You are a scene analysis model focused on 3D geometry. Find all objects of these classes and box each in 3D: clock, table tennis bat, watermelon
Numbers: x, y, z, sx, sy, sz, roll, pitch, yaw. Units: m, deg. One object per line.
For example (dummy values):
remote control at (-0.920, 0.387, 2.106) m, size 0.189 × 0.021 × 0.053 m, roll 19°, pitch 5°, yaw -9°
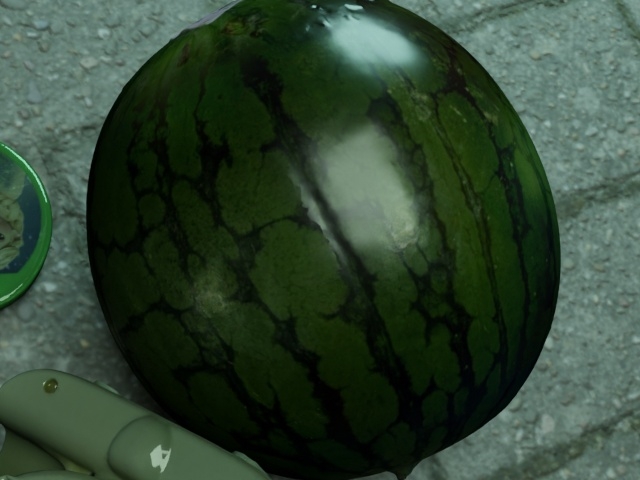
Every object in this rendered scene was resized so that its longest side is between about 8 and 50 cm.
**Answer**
clock at (-0.167, 0.265, 0.852) m, size 0.265 × 0.108 × 0.324 m, roll 21°, pitch 70°, yaw 26°
table tennis bat at (-0.288, 0.027, 1.014) m, size 0.160 × 0.039 × 0.257 m, roll 2°, pitch 66°, yaw -15°
watermelon at (0.000, 0.000, 0.952) m, size 0.363 × 0.363 × 0.363 m, roll 6°, pitch 67°, yaw -15°
